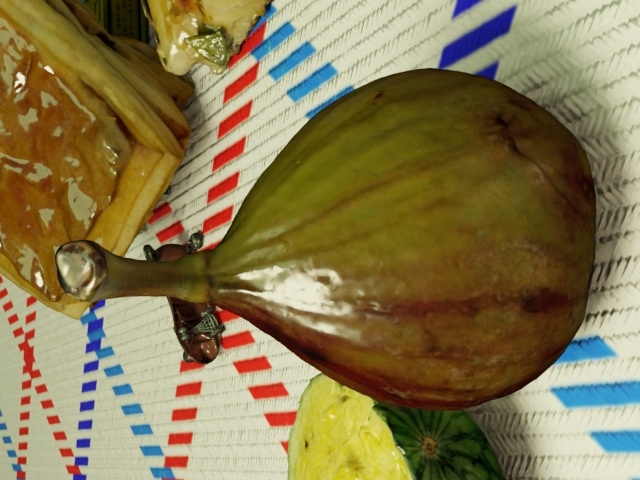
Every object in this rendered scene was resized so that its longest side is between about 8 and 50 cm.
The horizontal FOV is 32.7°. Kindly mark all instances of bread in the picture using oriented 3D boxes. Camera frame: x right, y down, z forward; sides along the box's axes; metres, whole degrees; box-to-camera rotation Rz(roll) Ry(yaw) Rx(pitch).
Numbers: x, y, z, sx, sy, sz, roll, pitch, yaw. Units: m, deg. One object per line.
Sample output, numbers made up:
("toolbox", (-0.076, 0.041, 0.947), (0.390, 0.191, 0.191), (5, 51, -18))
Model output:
("bread", (-0.309, -0.136, 1.230), (0.370, 0.191, 0.314), (44, 126, 8))

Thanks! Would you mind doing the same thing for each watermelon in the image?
("watermelon", (0.059, 0.193, 0.782), (0.204, 0.127, 0.232), (55, 143, 40))

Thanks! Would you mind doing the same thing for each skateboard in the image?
("skateboard", (-0.154, 0.072, 1.232), (0.080, 0.067, 0.151), (130, 124, -65))

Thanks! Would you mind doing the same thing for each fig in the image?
("fig", (0.000, 0.000, 0.647), (0.217, 0.321, 0.216), (5, 96, 64))

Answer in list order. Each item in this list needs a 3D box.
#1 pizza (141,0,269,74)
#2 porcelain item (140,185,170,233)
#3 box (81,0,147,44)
("pizza", (-0.112, -0.348, 1.033), (0.435, 0.080, 0.391), (59, 144, 40))
("porcelain item", (-0.220, -0.064, 1.357), (0.136, 0.021, 0.075), (-41, 56, 57))
("box", (-0.265, -0.283, 1.346), (0.141, 0.064, 0.219), (24, 119, 58))
